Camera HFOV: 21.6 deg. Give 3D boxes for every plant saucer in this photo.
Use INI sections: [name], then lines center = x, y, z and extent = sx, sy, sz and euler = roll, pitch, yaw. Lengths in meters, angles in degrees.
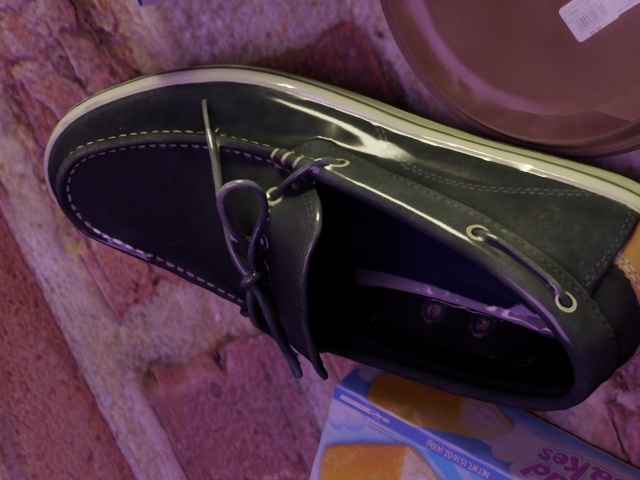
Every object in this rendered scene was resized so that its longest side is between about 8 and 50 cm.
[plant saucer]
center = 0.152, -0.182, 1.098
extent = 0.278, 0.041, 0.277
euler = 11, 115, 25

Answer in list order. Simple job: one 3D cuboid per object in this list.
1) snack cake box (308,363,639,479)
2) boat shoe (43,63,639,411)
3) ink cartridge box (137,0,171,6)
[snack cake box]
center = 0.125, 0.207, 1.249
extent = 0.264, 0.089, 0.152
euler = 26, 120, 19
[boat shoe]
center = 0.000, 0.000, 1.179
extent = 0.500, 0.156, 0.186
euler = 15, 133, 25
[ink cartridge box]
center = -0.127, -0.276, 1.155
extent = 0.097, 0.046, 0.207
euler = -117, 17, -49
